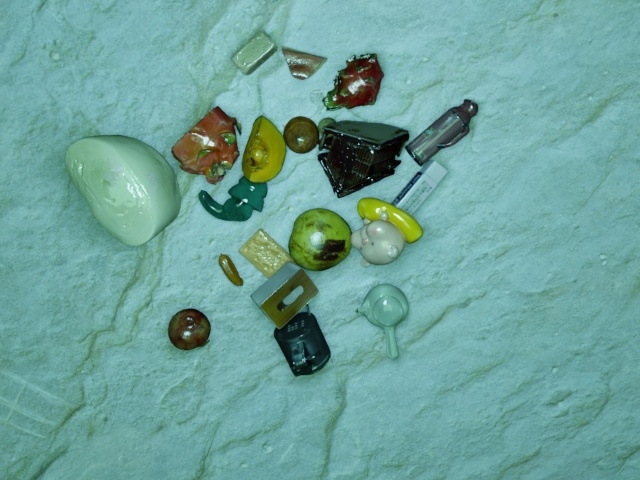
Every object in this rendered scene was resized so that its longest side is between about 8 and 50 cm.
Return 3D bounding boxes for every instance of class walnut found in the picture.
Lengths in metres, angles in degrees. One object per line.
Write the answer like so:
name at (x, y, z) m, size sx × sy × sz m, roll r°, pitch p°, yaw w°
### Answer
walnut at (0.031, -0.477, 1.871) m, size 0.092 × 0.092 × 0.092 m, roll 0°, pitch 103°, yaw 1°

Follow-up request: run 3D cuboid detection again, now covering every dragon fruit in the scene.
dragon fruit at (0.125, -0.638, 1.791) m, size 0.269 × 0.198 × 0.200 m, roll -5°, pitch 114°, yaw 17°
dragon fruit at (-0.441, -0.375, 1.812) m, size 0.305 × 0.305 × 0.226 m, roll -43°, pitch 106°, yaw 10°

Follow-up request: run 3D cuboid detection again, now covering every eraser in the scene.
eraser at (0.407, -0.213, 1.899) m, size 0.086 × 0.130 × 0.287 m, roll 38°, pitch 100°, yaw -9°

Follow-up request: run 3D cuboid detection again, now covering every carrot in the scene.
carrot at (-0.085, -0.423, 1.819) m, size 0.159 × 0.225 × 0.159 m, roll 1°, pitch 108°, yaw 2°

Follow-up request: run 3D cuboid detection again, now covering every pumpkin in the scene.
pumpkin at (-0.242, -0.346, 1.871) m, size 0.148 × 0.169 × 0.312 m, roll 18°, pitch 69°, yaw -23°

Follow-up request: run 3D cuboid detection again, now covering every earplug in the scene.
earplug at (-0.357, -0.192, 1.931) m, size 0.257 × 0.164 × 0.280 m, roll 38°, pitch 89°, yaw 30°

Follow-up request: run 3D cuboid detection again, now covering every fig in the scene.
fig at (-0.604, 0.421, 2.050) m, size 0.205 × 0.205 × 0.205 m, roll 0°, pitch 103°, yaw 1°

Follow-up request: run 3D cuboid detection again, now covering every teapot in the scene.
teapot at (0.321, 0.354, 2.019) m, size 0.220 × 0.149 × 0.318 m, roll -34°, pitch 99°, yaw 10°

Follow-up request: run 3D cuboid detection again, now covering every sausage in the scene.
sausage at (-0.415, 0.139, 2.038) m, size 0.062 × 0.054 × 0.183 m, roll -17°, pitch 106°, yaw 34°

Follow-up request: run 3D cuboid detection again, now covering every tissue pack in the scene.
tissue pack at (-0.159, 0.235, 1.954) m, size 0.246 × 0.136 × 0.159 m, roll -43°, pitch 118°, yaw -14°

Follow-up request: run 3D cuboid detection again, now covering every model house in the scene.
model house at (0.165, -0.336, 1.854) m, size 0.297 × 0.317 × 0.283 m, roll 30°, pitch 129°, yaw 27°

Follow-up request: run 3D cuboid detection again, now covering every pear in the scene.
pear at (0.000, 0.000, 1.889) m, size 0.283 × 0.283 × 0.284 m, roll 0°, pitch 103°, yaw 1°

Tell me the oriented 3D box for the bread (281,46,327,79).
bread at (-0.078, -0.720, 1.825) m, size 0.192 × 0.067 × 0.119 m, roll 14°, pitch 95°, yaw -3°

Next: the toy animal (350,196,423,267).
toy animal at (0.220, -0.019, 1.819) m, size 0.277 × 0.345 × 0.247 m, roll 37°, pitch 76°, yaw -13°

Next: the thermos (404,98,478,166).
thermos at (0.515, -0.453, 1.836) m, size 0.330 × 0.136 × 0.109 m, roll -40°, pitch 109°, yaw 9°

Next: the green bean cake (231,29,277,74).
green bean cake at (-0.265, -0.758, 1.800) m, size 0.179 × 0.109 × 0.085 m, roll -38°, pitch 100°, yaw 9°

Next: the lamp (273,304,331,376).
lamp at (-0.079, 0.466, 2.019) m, size 0.205 × 0.374 × 0.272 m, roll -20°, pitch 131°, yaw 5°

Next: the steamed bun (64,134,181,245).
steamed bun at (-0.770, -0.230, 1.802) m, size 0.290 × 0.371 × 0.456 m, roll -33°, pitch 103°, yaw 7°

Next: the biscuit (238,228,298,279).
biscuit at (-0.237, 0.079, 2.030) m, size 0.160 × 0.030 × 0.249 m, roll -44°, pitch 99°, yaw 10°
